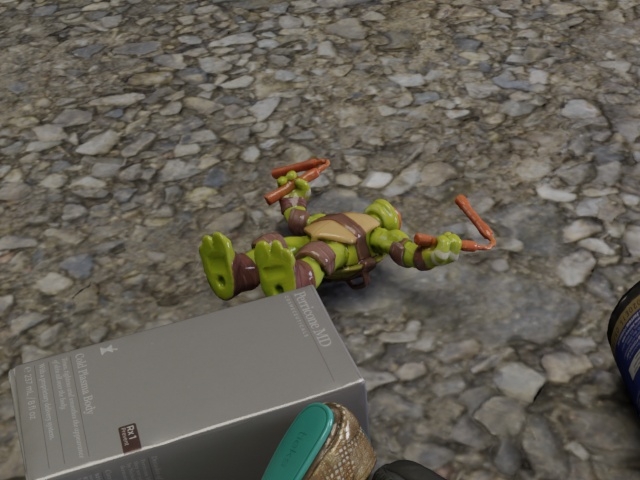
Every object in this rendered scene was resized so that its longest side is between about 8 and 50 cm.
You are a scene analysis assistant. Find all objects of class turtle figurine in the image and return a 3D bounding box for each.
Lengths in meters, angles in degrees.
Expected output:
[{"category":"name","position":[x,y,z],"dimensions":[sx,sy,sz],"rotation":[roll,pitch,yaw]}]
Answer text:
[{"category":"turtle figurine","position":[0.000,0.000,0.888],"dimensions":[0.269,0.087,0.217],"rotation":[23,30,37]}]

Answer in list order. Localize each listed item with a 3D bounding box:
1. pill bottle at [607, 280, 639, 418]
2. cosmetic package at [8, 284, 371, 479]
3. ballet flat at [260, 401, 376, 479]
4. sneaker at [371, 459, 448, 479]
[{"category":"pill bottle","position":[0.287,0.123,0.677],"dimensions":[0.123,0.122,0.219],"rotation":[-5,38,0]},{"category":"cosmetic package","position":[-0.091,0.131,0.723],"dimensions":[0.238,0.107,0.127],"rotation":[-18,38,-12]},{"category":"ballet flat","position":[-0.030,0.203,0.638],"dimensions":[0.206,0.067,0.073],"rotation":[-53,28,-8]},{"category":"sneaker","position":[0.142,0.231,0.590],"dimensions":[0.130,0.109,0.286],"rotation":[-22,47,-35]}]
